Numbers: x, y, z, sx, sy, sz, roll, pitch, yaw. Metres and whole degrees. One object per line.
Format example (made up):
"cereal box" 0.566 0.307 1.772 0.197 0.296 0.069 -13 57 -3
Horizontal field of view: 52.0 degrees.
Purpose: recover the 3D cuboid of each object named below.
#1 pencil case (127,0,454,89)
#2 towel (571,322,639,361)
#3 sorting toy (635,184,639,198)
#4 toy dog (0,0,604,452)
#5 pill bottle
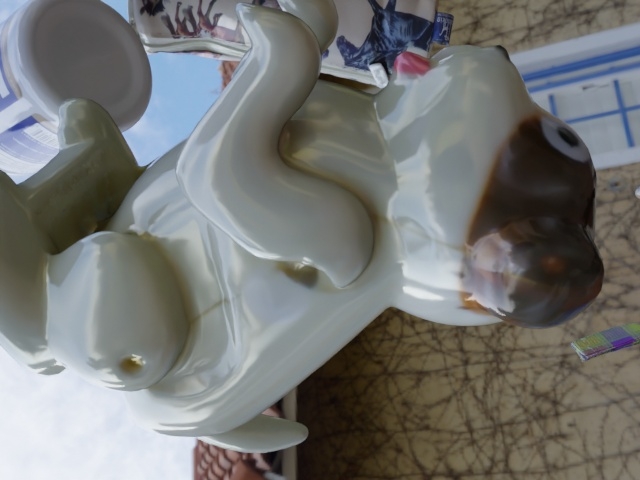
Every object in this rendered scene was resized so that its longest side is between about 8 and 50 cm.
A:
"pencil case" -0.046 -0.290 0.845 0.160 0.411 0.183 122 150 -62
"towel" 0.347 0.121 0.788 0.060 0.083 0.009 -56 -55 -80
"sorting toy" 0.426 0.022 0.520 0.229 0.308 0.041 62 143 38
"toy dog" 0.000 0.000 0.506 0.284 0.408 0.395 -67 -41 -73
"pill bottle" -0.324 -0.158 0.733 0.153 0.265 0.153 15 -110 -47
